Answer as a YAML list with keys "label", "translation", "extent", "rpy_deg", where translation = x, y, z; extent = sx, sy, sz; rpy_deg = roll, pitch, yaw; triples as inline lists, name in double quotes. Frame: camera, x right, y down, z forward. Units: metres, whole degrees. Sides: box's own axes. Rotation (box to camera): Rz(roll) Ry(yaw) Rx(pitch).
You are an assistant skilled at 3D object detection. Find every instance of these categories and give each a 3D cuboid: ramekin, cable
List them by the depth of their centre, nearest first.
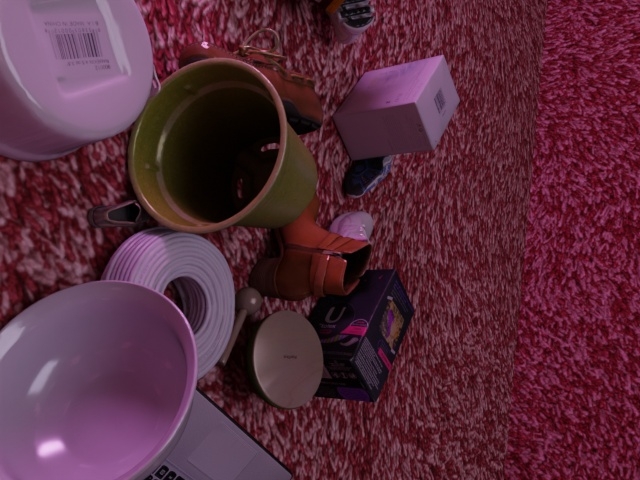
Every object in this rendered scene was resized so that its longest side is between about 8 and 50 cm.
- label: "ramekin"
  translation: [-0.354, -0.249, 0.875]
  extent: [0.277, 0.135, 0.277]
  rpy_deg: [7, 82, -56]
- label: "cable"
  translation: [-0.242, 0.104, 1.063]
  extent: [0.257, 0.089, 0.257]
  rpy_deg: [32, 62, -51]

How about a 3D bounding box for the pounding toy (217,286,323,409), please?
- label: "pounding toy"
  translation: [-0.112, 0.215, 1.254]
  extent: [0.237, 0.110, 0.182]
  rpy_deg: [42, 51, -31]

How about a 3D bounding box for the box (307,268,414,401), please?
- label: "box"
  translation: [0.076, 0.202, 1.467]
  extent: [0.270, 0.165, 0.143]
  rpy_deg: [-59, 133, -40]

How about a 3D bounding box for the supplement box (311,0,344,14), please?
- label: "supplement box"
  translation: [-0.002, -0.617, 1.364]
  extent: [0.194, 0.129, 0.191]
  rpy_deg: [26, 63, -20]

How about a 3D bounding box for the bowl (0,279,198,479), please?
- label: "bowl"
  translation: [-0.287, 0.209, 0.857]
  extent: [0.134, 0.298, 0.297]
  rpy_deg: [81, 26, -53]

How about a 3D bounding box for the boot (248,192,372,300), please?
- label: "boot"
  translation: [0.000, 0.000, 1.314]
  extent: [0.109, 0.220, 0.283]
  rpy_deg: [61, 42, -34]

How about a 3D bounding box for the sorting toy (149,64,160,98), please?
- label: "sorting toy"
  translation: [-0.283, -0.250, 1.035]
  extent: [0.045, 0.075, 0.083]
  rpy_deg: [-36, 118, -51]

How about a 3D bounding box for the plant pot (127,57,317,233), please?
- label: "plant pot"
  translation: [-0.132, -0.128, 1.120]
  extent: [0.254, 0.276, 0.275]
  rpy_deg: [21, 70, -67]

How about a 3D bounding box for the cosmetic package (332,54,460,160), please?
- label: "cosmetic package"
  translation: [0.186, -0.321, 1.611]
  extent: [0.138, 0.225, 0.224]
  rpy_deg: [61, 41, -30]

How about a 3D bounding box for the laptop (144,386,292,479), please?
- label: "laptop"
  translation: [-0.202, 0.474, 0.951]
  extent: [0.408, 0.236, 0.382]
  rpy_deg: [-47, 131, -15]

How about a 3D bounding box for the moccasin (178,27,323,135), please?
- label: "moccasin"
  translation: [-0.116, -0.301, 1.236]
  extent: [0.380, 0.139, 0.146]
  rpy_deg: [2, 79, -54]

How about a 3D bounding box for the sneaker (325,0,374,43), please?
- label: "sneaker"
  translation: [0.038, -0.593, 1.531]
  extent: [0.118, 0.110, 0.292]
  rpy_deg: [127, -48, -74]

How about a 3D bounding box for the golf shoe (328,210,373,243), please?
- label: "golf shoe"
  translation: [0.069, 0.020, 1.494]
  extent: [0.306, 0.140, 0.115]
  rpy_deg: [-46, 123, -49]

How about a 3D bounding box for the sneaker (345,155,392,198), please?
- label: "sneaker"
  translation: [0.130, -0.165, 1.648]
  extent: [0.211, 0.080, 0.081]
  rpy_deg: [-51, 147, -36]

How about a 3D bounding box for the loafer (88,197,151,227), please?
- label: "loafer"
  translation: [-0.298, -0.041, 1.031]
  extent: [0.125, 0.039, 0.045]
  rpy_deg: [-17, 102, -55]
